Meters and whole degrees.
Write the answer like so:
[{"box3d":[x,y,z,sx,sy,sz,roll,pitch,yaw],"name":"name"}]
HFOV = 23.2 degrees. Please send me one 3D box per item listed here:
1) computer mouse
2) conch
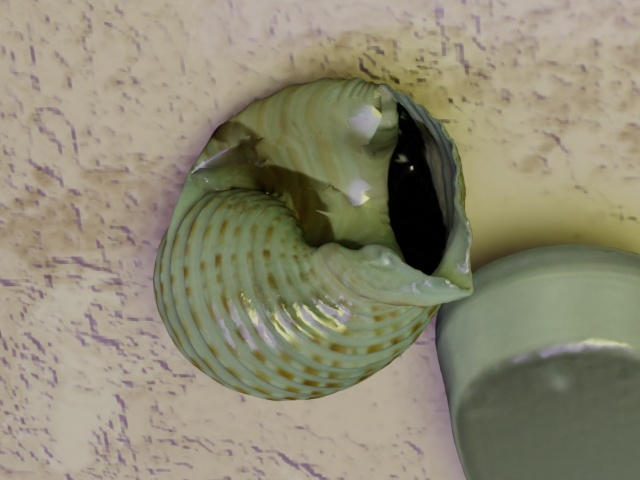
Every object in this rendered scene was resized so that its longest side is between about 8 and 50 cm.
[{"box3d":[0.130,0.092,0.712,0.128,0.079,0.231,-9,126,18],"name":"computer mouse"},{"box3d":[0.001,0.001,0.677,0.153,0.102,0.135,-7,81,19],"name":"conch"}]
